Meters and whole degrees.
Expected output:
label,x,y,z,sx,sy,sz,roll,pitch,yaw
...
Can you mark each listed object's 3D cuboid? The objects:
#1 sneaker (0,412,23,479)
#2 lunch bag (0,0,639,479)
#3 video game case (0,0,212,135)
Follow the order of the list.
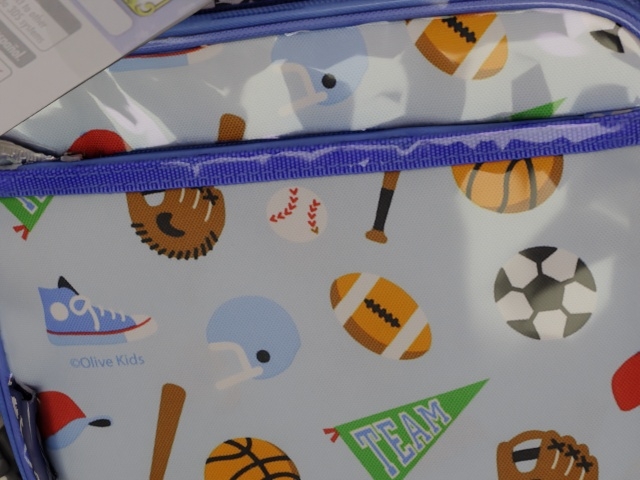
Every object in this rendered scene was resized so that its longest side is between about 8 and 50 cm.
label,x,y,z,sx,sy,sz,roll,pitch,yaw
sneaker,-0.196,-0.001,0.806,0.110,0.107,0.275,-4,116,26
lunch bag,0.000,0.000,0.750,0.303,0.115,0.243,-4,114,15
video game case,-0.108,-0.154,0.439,0.244,0.061,0.269,-29,126,20
